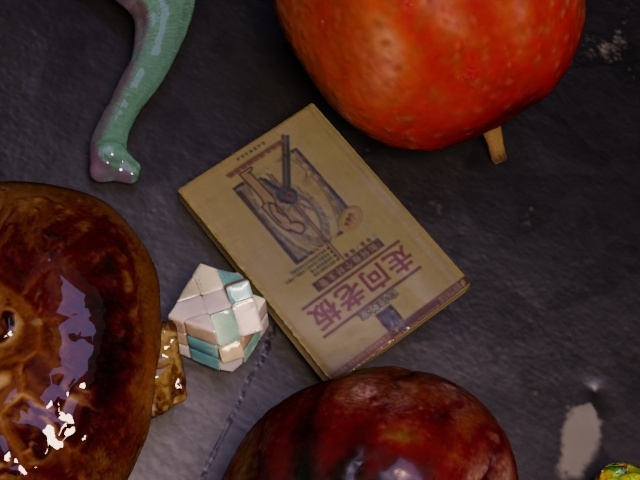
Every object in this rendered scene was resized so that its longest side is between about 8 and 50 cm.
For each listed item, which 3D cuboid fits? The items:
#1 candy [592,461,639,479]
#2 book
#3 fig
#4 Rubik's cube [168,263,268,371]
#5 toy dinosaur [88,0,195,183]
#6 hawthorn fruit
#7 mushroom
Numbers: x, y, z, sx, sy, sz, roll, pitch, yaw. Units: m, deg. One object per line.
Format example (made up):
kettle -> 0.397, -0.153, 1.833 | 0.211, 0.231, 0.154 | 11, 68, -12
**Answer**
candy -> 0.274, 0.286, 0.981 | 0.062, 0.058, 0.193 | -16, 73, 20
book -> 0.000, 0.000, 1.032 | 0.161, 0.026, 0.231 | -35, 73, -18
fig -> 0.040, 0.199, 0.858 | 0.263, 0.224, 0.224 | -35, 77, -35
Rubik's cube -> -0.078, 0.064, 0.968 | 0.073, 0.075, 0.084 | 21, 74, 18
toy dinosaur -> -0.233, -0.271, 1.099 | 0.383, 0.129, 0.331 | 37, 68, 6
hawthorn fruit -> 0.118, -0.205, 1.077 | 0.287, 0.287, 0.330 | -45, 124, -30
mushroom -> -0.231, 0.090, 0.860 | 0.278, 0.163, 0.297 | 3, 67, -14
